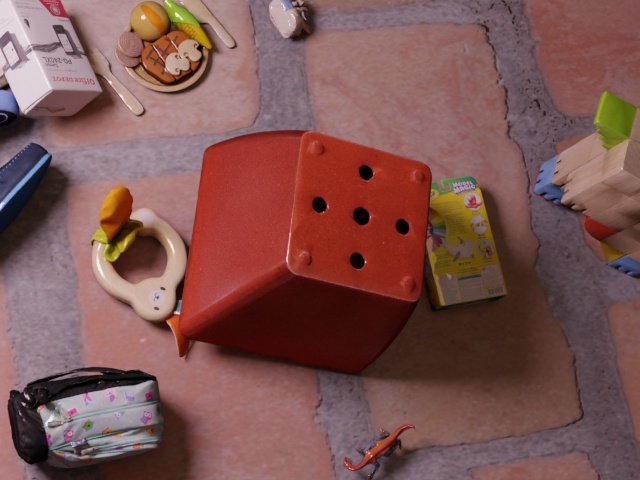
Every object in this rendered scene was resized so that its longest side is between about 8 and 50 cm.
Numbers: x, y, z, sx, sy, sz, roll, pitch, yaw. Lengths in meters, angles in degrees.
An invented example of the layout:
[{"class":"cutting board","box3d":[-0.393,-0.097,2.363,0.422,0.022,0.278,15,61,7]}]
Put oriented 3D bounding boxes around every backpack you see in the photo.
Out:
[{"class":"backpack","box3d":[-0.282,0.217,1.563,0.182,0.152,0.115,-7,92,-20]}]

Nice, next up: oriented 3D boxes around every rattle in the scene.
[{"class":"rattle","box3d":[-0.205,0.038,1.631,0.130,0.143,0.200,-17,72,-37]}]

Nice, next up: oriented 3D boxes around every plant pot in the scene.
[{"class":"plant pot","box3d":[0.000,0.000,1.613,0.267,0.236,0.267,14,71,-22]}]

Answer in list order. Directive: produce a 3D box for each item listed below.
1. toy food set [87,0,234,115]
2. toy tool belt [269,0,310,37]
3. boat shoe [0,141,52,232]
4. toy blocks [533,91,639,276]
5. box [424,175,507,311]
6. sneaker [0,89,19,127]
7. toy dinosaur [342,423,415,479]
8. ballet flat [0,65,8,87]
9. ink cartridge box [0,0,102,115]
[{"class":"toy food set","box3d":[-0.218,-0.268,1.767,0.192,0.038,0.132,-41,87,-21]},{"class":"toy tool belt","box3d":[-0.046,-0.331,1.831,0.051,0.052,0.083,-18,81,-50]},{"class":"boat shoe","box3d":[-0.446,-0.037,1.606,0.089,0.109,0.258,39,66,3]},{"class":"toy blocks","box3d":[0.469,-0.038,1.771,0.381,0.261,0.191,25,67,-14]},{"class":"box","box3d":[0.187,0.002,1.790,0.105,0.043,0.179,-9,79,-16]},{"class":"sneaker","box3d":[-0.494,-0.126,1.637,0.232,0.081,0.090,-14,79,-11]},{"class":"toy dinosaur","box3d":[0.068,0.271,1.668,0.047,0.090,0.082,43,36,17]},{"class":"ballet flat","box3d":[-0.460,-0.215,1.682,0.168,0.052,0.057,-32,84,-21]},{"class":"ink cartridge box","box3d":[-0.366,-0.243,1.681,0.109,0.063,0.150,-10,71,-61]}]
